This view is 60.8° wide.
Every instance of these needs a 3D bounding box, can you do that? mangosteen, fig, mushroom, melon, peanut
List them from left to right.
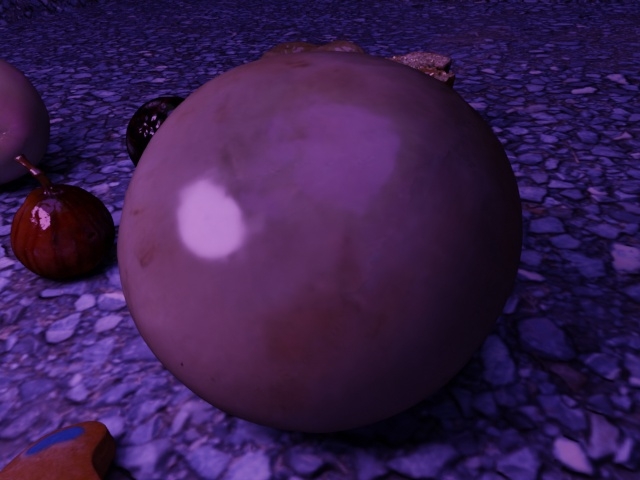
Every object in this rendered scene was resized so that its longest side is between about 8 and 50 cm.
[{"bbox_3d":[-0.589,-0.208,0.935,0.223,0.223,0.317,-24,32,-29],"label":"melon"},{"bbox_3d":[-0.331,-0.026,0.702,0.128,0.150,0.128,-2,-5,0],"label":"fig"},{"bbox_3d":[-0.243,-0.162,0.911,0.152,0.152,0.152,-3,31,2],"label":"mangosteen"},{"bbox_3d":[-0.023,-0.405,1.289,0.290,0.130,0.130,12,35,29],"label":"peanut"},{"bbox_3d":[0.000,0.000,0.526,0.362,0.294,0.362,-5,60,8],"label":"mushroom"}]

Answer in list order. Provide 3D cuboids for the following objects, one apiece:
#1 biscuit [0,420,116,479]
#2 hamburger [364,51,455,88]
[{"bbox_3d":[-0.158,0.210,0.320,0.205,0.049,0.324,-26,29,-32],"label":"biscuit"},{"bbox_3d":[0.095,-0.243,0.978,0.283,0.156,0.144,-6,51,7],"label":"hamburger"}]
